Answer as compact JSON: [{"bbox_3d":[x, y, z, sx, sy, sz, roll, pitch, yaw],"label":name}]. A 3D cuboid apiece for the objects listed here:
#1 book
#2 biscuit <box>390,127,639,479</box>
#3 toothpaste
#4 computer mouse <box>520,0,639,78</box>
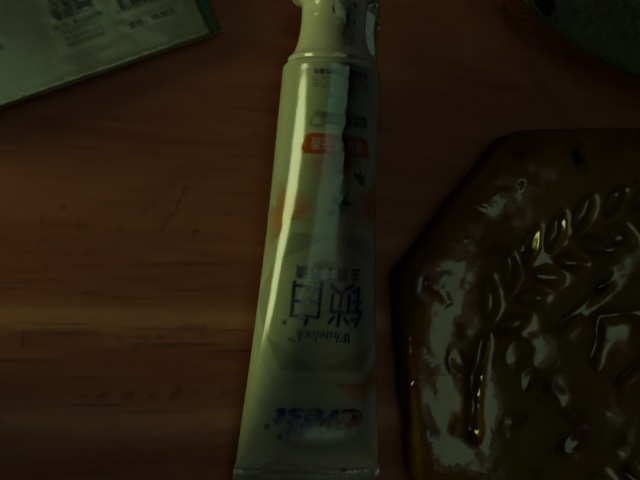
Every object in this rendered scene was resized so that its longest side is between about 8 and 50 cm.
[{"bbox_3d":[-0.212,-0.228,0.593,0.214,0.025,0.283,-23,91,-20],"label":"book"},{"bbox_3d":[0.214,0.082,0.683,0.359,0.046,0.359,2,82,-18],"label":"biscuit"},{"bbox_3d":[0.000,0.000,0.618,0.100,0.066,0.323,4,88,-17],"label":"toothpaste"},{"bbox_3d":[0.255,-0.219,0.692,0.373,0.114,0.203,28,79,-5],"label":"computer mouse"}]
